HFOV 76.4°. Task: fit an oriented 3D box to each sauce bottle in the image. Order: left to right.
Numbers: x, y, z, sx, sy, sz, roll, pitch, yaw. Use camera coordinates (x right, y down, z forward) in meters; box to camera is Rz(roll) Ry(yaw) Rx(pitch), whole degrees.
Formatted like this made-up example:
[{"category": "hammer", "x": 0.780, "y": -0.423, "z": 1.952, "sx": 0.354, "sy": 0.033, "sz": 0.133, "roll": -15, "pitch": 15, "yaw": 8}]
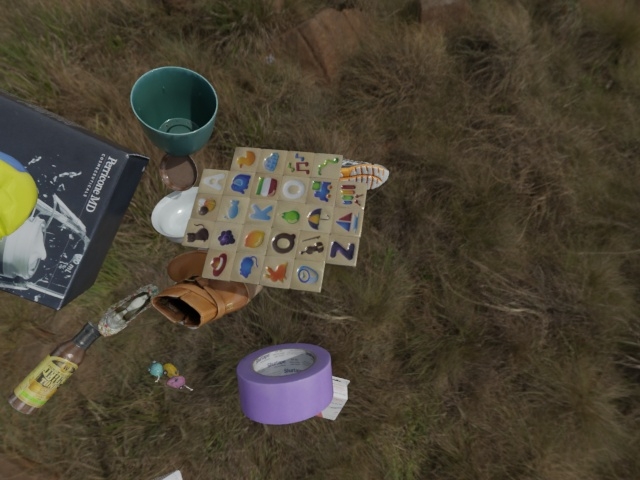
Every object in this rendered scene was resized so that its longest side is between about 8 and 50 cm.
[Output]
[{"category": "sauce bottle", "x": -0.933, "y": 0.444, "z": 1.450, "sx": 0.111, "sy": 0.111, "sz": 0.344, "roll": 36, "pitch": 73, "yaw": 6}]

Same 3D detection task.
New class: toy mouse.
[{"category": "toy mouse", "x": -0.441, "y": 0.385, "z": 1.170, "sx": 0.161, "sy": 0.143, "sz": 0.031, "roll": 31, "pitch": 79, "yaw": 8}]

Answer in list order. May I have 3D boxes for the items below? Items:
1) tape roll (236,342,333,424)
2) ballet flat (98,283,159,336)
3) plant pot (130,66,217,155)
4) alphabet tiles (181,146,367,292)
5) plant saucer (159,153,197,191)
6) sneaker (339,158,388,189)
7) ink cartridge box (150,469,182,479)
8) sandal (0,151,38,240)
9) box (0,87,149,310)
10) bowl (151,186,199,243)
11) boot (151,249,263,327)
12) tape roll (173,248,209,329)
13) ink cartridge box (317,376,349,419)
[{"category": "tape roll", "x": -0.070, "y": 0.279, "z": 0.817, "sx": 0.189, "sy": 0.189, "sz": 0.080, "roll": -5, "pitch": 98, "yaw": -8}, {"category": "ballet flat", "x": -0.657, "y": 0.236, "z": 1.376, "sx": 0.241, "sy": 0.077, "sz": 0.091, "roll": -42, "pitch": 99, "yaw": -8}, {"category": "plant pot", "x": -0.543, "y": -0.460, "z": 1.545, "sx": 0.293, "sy": 0.235, "sz": 0.293, "roll": 5, "pitch": 70, "yaw": -13}, {"category": "alphabet tiles", "x": -0.089, "y": -0.050, "z": 0.793, "sx": 0.342, "sy": 0.011, "sz": 0.285, "roll": 6, "pitch": 71, "yaw": 9}, {"category": "plant saucer", "x": -0.581, "y": -0.287, "z": 1.678, "sx": 0.168, "sy": 0.029, "sz": 0.168, "roll": 3, "pitch": 108, "yaw": 10}, {"category": "sneaker", "x": 0.094, "y": -0.206, "z": 1.199, "sx": 0.214, "sy": 0.084, "sz": 0.083, "roll": 2, "pitch": 44, "yaw": -2}, {"category": "ink cartridge box", "x": -0.289, "y": 0.437, "z": 0.612, "sx": 0.180, "sy": 0.060, "sz": 0.104, "roll": -26, "pitch": 76, "yaw": 8}, {"category": "sandal", "x": -0.446, "y": -0.044, "z": 0.371, "sx": 0.317, "sy": 0.138, "sz": 0.126, "roll": -6, "pitch": 114, "yaw": -24}, {"category": "box", "x": -0.835, "y": -0.133, "z": 1.160, "sx": 0.471, "sy": 0.297, "sz": 0.480, "roll": 24, "pitch": 93, "yaw": -15}, {"category": "bowl", "x": -0.562, "y": -0.086, "z": 1.762, "sx": 0.297, "sy": 0.134, "sz": 0.298, "roll": -2, "pitch": 49, "yaw": 2}, {"category": "boot", "x": -0.299, "y": 0.112, "z": 0.928, "sx": 0.283, "sy": 0.220, "sz": 0.109, "roll": 16, "pitch": 112, "yaw": 22}, {"category": "tape roll", "x": -0.389, "y": 0.140, "z": 1.320, "sx": 0.100, "sy": 0.286, "sz": 0.286, "roll": 35, "pitch": 70, "yaw": -24}, {"category": "ink cartridge box", "x": 0.039, "y": 0.658, "z": 1.700, "sx": 0.115, "sy": 0.198, "sz": 0.067, "roll": 16, "pitch": 32, "yaw": -9}]
